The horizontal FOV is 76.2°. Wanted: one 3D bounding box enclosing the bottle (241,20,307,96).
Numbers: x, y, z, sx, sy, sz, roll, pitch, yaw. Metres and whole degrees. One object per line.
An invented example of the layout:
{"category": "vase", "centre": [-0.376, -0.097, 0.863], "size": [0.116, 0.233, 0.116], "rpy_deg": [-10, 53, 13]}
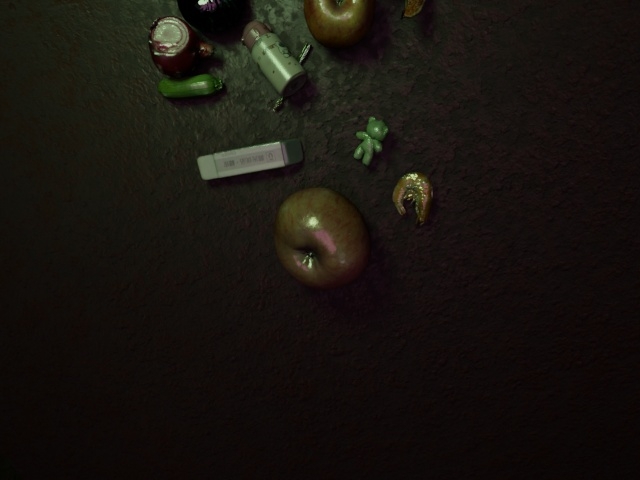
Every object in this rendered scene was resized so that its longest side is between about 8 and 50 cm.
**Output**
{"category": "bottle", "centre": [-0.148, -0.563, 1.250], "size": [0.110, 0.110, 0.233], "rpy_deg": [-38, 87, 13]}

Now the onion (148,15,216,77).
{"category": "onion", "centre": [-0.425, -0.586, 1.269], "size": [0.198, 0.135, 0.173], "rpy_deg": [9, 85, -12]}

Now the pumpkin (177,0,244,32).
{"category": "pumpkin", "centre": [-0.326, -0.720, 1.214], "size": [0.202, 0.140, 0.202], "rpy_deg": [0, 84, 1]}

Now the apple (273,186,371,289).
{"category": "apple", "centre": [0.000, 0.000, 1.315], "size": [0.345, 0.269, 0.344], "rpy_deg": [2, 107, 5]}

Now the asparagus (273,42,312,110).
{"category": "asparagus", "centre": [-0.092, -0.520, 1.309], "size": [0.023, 0.022, 0.233], "rpy_deg": [20, 107, -36]}

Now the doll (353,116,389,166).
{"category": "doll", "centre": [0.166, -0.319, 1.324], "size": [0.115, 0.077, 0.150], "rpy_deg": [48, 121, 30]}

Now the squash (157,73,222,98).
{"category": "squash", "centre": [-0.423, -0.496, 1.318], "size": [0.219, 0.077, 0.068], "rpy_deg": [-4, 113, 4]}

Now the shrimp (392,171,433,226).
{"category": "shrimp", "centre": [0.313, -0.135, 1.371], "size": [0.132, 0.052, 0.187], "rpy_deg": [-1, 100, 25]}

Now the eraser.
{"category": "eraser", "centre": [-0.235, -0.272, 1.370], "size": [0.352, 0.061, 0.089], "rpy_deg": [-9, 104, 8]}

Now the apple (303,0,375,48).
{"category": "apple", "centre": [0.054, -0.664, 1.171], "size": [0.211, 0.188, 0.211], "rpy_deg": [1, 108, 2]}

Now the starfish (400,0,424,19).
{"category": "starfish", "centre": [0.234, -0.795, 1.141], "size": [0.303, 0.113, 0.312], "rpy_deg": [-33, 92, -12]}
